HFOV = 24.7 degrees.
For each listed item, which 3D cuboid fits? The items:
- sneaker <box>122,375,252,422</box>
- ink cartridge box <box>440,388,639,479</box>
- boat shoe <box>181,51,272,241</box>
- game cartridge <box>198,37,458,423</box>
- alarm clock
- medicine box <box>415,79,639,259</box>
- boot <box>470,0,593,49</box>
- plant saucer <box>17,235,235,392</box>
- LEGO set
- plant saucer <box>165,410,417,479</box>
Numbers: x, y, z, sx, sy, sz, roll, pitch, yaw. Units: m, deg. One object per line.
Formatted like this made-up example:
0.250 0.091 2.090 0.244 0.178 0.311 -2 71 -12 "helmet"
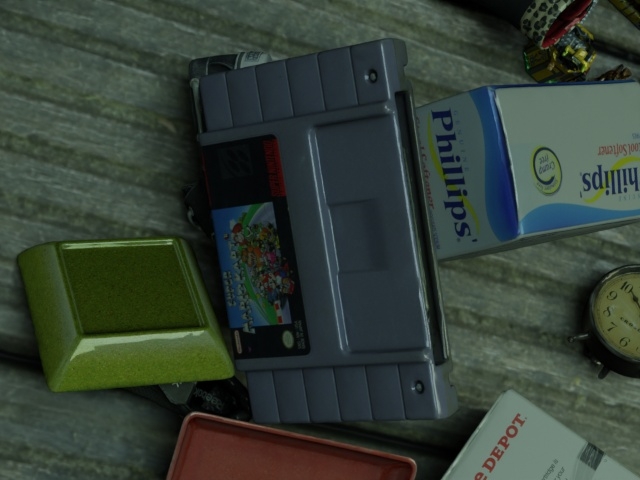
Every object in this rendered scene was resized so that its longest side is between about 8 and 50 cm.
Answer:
-0.160 0.127 1.479 0.234 0.106 0.078 31 71 -16 "sneaker"
0.251 0.321 1.572 0.273 0.114 0.197 35 70 8 "ink cartridge box"
-0.094 -0.046 1.539 0.102 0.108 0.301 -2 98 10 "boat shoe"
0.000 0.000 1.405 0.068 0.230 0.355 -14 96 -59 "game cartridge"
0.384 0.083 1.715 0.129 0.064 0.192 36 68 15 "alarm clock"
0.155 -0.058 1.495 0.263 0.289 0.149 -9 85 -47 "medicine box"
0.259 -0.335 1.685 0.178 0.085 0.236 40 73 24 "boot"
-0.191 0.059 1.451 0.188 0.045 0.188 -2 45 -23 "plant saucer"
0.425 -0.219 1.720 0.331 0.192 0.255 47 69 -10 "LEGO set"
-0.057 0.315 1.497 0.258 0.048 0.259 15 94 -20 "plant saucer"
